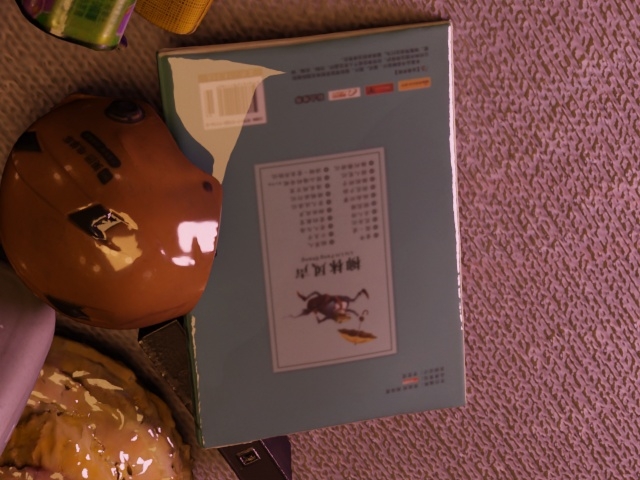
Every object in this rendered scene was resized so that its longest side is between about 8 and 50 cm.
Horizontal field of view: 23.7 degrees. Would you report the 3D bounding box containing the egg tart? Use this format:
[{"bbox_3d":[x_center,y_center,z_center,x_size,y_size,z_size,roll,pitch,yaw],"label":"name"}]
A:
[{"bbox_3d":[-0.293,0.255,1.481,0.352,0.150,0.352,1,117,2],"label":"egg tart"}]

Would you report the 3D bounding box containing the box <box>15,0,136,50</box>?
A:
[{"bbox_3d":[-0.137,-0.323,1.179,0.097,0.134,0.345,14,115,-32],"label":"box"}]

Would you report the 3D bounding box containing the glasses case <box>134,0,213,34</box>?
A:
[{"bbox_3d":[-0.088,-0.279,1.248,0.079,0.064,0.234,33,114,3],"label":"glasses case"}]

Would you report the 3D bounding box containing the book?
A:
[{"bbox_3d":[0.000,0.000,1.368,0.264,0.031,0.379,-7,111,-10],"label":"book"}]

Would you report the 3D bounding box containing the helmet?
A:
[{"bbox_3d":[-0.197,-0.016,1.293,0.224,0.130,0.198,36,123,19],"label":"helmet"}]

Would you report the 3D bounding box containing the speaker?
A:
[{"bbox_3d":[-0.099,0.146,1.464,0.044,0.082,0.218,-27,117,11],"label":"speaker"}]

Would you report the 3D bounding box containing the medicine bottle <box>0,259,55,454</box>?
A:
[{"bbox_3d":[-0.430,0.077,1.303,0.375,0.282,0.123,21,134,-3],"label":"medicine bottle"}]
